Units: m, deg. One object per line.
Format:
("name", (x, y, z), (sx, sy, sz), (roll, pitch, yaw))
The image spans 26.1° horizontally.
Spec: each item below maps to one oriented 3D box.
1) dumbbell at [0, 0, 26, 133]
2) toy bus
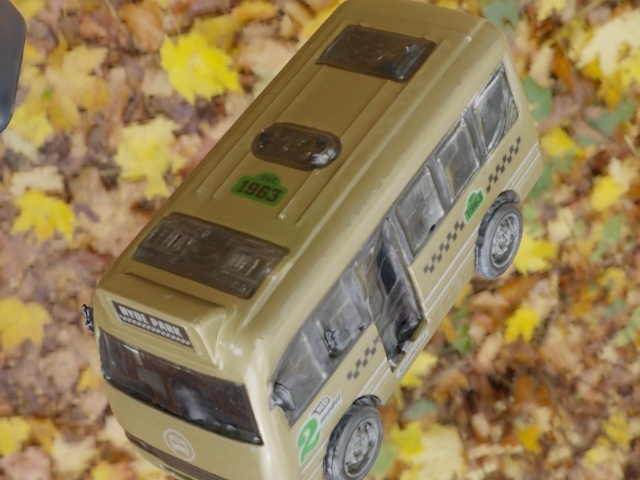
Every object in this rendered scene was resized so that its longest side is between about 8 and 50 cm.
("dumbbell", (-0.186, -0.165, 0.571), (0.143, 0.316, 0.156), (23, 141, -29))
("toy bus", (0.000, 0.000, 0.979), (0.177, 0.365, 0.202), (17, 145, 32))
